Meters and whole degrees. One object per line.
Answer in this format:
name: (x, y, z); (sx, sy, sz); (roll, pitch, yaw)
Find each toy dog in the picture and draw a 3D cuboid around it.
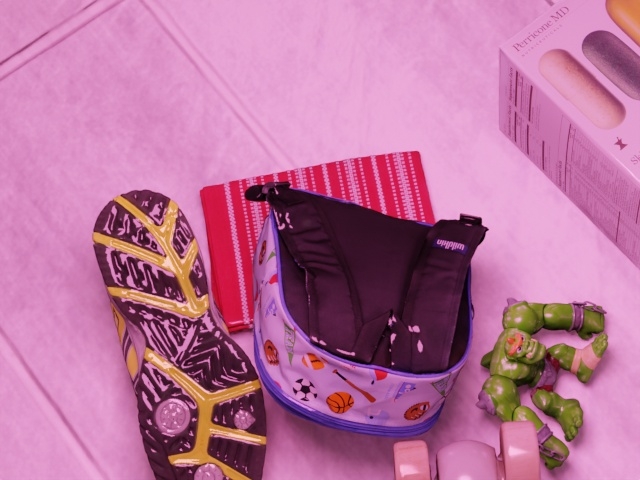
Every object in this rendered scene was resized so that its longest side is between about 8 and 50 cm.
toy dog: (0.158, 0.349, 1.884); (0.220, 0.161, 0.333); (14, 82, 9)

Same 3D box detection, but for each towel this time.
towel: (0.000, 0.000, 2.103); (0.275, 0.031, 0.199); (-10, 63, -1)

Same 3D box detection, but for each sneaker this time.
sneaker: (-0.149, 0.133, 2.004); (0.145, 0.147, 0.384); (-13, 83, -4)

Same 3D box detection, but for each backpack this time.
backpack: (0.039, 0.088, 1.915); (0.276, 0.213, 0.263); (10, 33, -7)

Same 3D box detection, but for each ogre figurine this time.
ogre figurine: (0.243, 0.146, 1.981); (0.118, 0.097, 0.197); (21, 84, -4)

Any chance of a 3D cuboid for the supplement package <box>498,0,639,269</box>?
supplement package: (0.361, -0.145, 2.041); (0.199, 0.198, 0.262); (-38, 67, -11)
